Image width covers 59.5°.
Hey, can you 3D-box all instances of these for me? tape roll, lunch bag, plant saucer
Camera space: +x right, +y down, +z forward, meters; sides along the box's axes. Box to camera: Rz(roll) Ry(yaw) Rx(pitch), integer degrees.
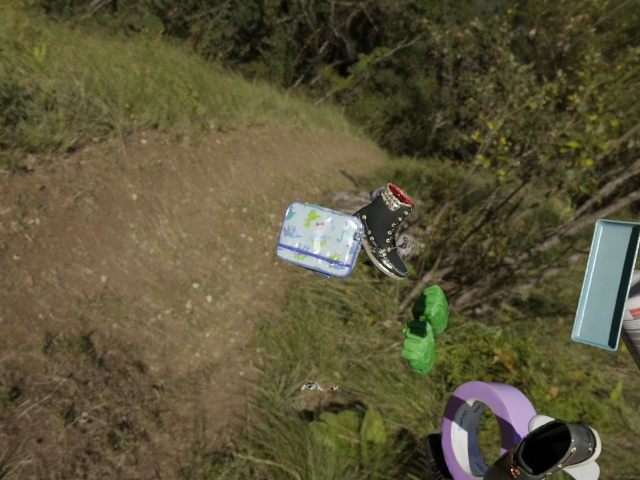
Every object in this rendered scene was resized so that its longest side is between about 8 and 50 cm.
[{"bbox_3d":[0.421,0.495,1.404,0.090,0.274,0.274,10,42,-23],"label":"tape roll"},{"bbox_3d":[0.000,0.000,1.497,0.219,0.176,0.090,19,1,7],"label":"lunch bag"},{"bbox_3d":[0.432,0.065,0.842,0.018,0.067,0.192,17,85,-43],"label":"plant saucer"}]

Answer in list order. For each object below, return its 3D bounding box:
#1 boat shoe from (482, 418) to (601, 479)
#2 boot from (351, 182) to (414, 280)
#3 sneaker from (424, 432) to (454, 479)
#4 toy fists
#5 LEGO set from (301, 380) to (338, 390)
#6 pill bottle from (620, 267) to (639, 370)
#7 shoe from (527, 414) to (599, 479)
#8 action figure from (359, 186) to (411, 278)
[{"bbox_3d":[0.204,0.213,0.545,0.042,0.133,0.048,23,40,-24],"label":"boat shoe"},{"bbox_3d":[0.199,-0.022,1.542,0.236,0.178,0.085,51,33,10],"label":"boot"},{"bbox_3d":[0.344,0.670,1.524,0.124,0.107,0.283,9,52,-47],"label":"sneaker"},{"bbox_3d":[0.317,0.262,1.711,0.279,0.096,0.142,-60,148,-33],"label":"toy fists"},{"bbox_3d":[-0.002,0.313,1.212,0.054,0.083,0.023,86,3,-77],"label":"LEGO set"},{"bbox_3d":[0.698,0.202,1.111,0.283,0.161,0.161,60,18,-3],"label":"pill bottle"},{"bbox_3d":[0.423,0.373,1.025,0.178,0.063,0.081,43,-9,-14],"label":"shoe"},{"bbox_3d":[0.201,-0.018,1.782,0.185,0.099,0.284,10,72,-43],"label":"action figure"}]
